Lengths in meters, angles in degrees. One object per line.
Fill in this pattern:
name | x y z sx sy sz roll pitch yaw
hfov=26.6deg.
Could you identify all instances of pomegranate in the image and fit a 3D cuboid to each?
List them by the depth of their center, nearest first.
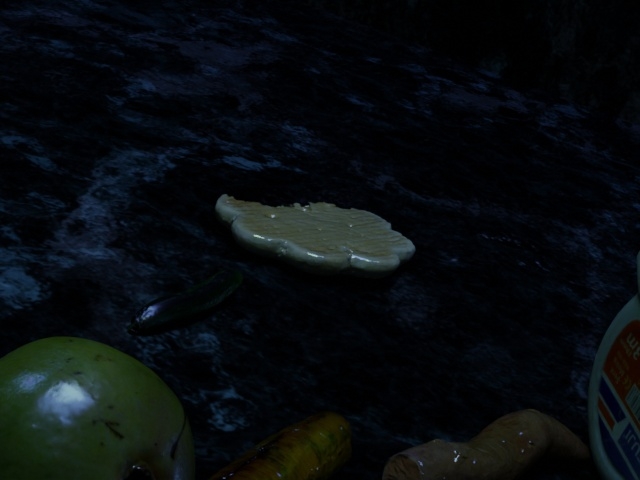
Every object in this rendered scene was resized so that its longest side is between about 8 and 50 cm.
pomegranate | -0.190 0.146 0.907 0.210 0.179 0.179 16 19 17

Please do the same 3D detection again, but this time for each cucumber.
cucumber | -0.131 0.062 1.374 0.036 0.033 0.184 45 29 11

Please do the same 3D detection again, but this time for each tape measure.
tape measure | 0.355 0.147 1.257 0.125 0.246 0.243 9 33 -20

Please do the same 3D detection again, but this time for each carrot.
carrot | -0.042 0.196 1.058 0.070 0.070 0.260 25 19 18

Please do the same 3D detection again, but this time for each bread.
bread | 0.000 0.000 1.631 0.251 0.039 0.182 4 25 -33

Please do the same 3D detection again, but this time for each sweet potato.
sweet potato | 0.169 0.194 1.244 0.281 0.059 0.067 -8 42 -48
